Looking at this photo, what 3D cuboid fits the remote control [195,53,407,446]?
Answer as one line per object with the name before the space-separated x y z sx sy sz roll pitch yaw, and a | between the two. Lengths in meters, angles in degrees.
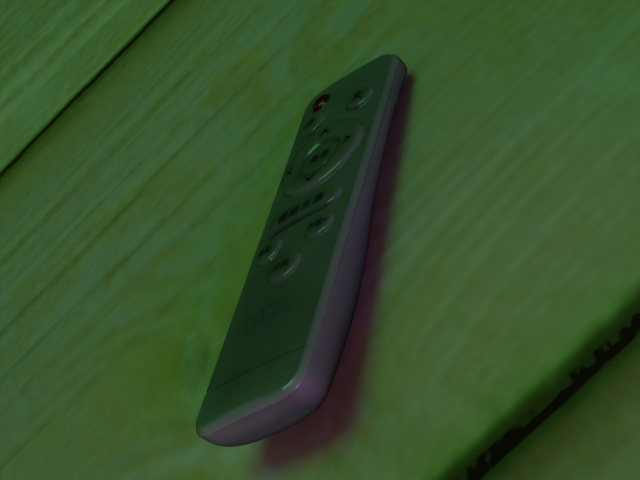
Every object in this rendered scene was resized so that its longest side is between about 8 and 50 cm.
remote control | 0.000 0.000 0.556 0.050 0.027 0.184 -27 30 33
